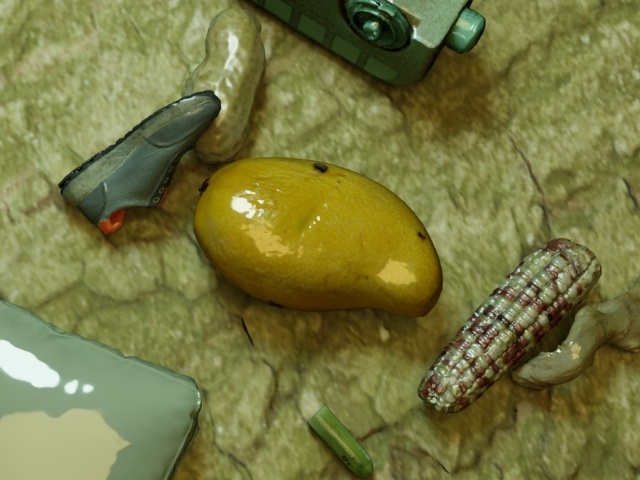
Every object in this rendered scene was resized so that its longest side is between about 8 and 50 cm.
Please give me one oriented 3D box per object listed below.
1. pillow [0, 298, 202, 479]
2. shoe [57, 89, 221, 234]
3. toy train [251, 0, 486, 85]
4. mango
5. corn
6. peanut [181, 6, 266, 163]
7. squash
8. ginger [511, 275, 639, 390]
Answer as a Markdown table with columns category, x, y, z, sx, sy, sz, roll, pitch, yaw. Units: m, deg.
| category | x | y | z | sx | sy | sz | roll | pitch | yaw |
| --- | --- | --- | --- | --- | --- | --- | --- | --- | --- |
| pillow | -0.273 | 0.237 | 1.051 | 0.255 | 0.120 | 0.322 | 22 | 79 | -3 |
| shoe | -0.168 | -0.077 | 1.132 | 0.194 | 0.074 | 0.077 | -32 | 97 | 17 |
| toy train | 0.018 | -0.281 | 1.184 | 0.326 | 0.159 | 0.129 | 31 | 73 | 2 |
| mango | -0.002 | 0.001 | 1.151 | 0.262 | 0.109 | 0.157 | 21 | 67 | -10 |
| corn | 0.194 | 0.090 | 1.183 | 0.079 | 0.079 | 0.237 | 45 | 79 | 1 |
| peanut | -0.101 | -0.164 | 1.183 | 0.080 | 0.080 | 0.174 | 13 | 74 | -7 |
| squash | 0.023 | 0.207 | 1.153 | 0.027 | 0.027 | 0.083 | -42 | 87 | -14 |
| ginger | 0.331 | 0.087 | 1.210 | 0.288 | 0.075 | 0.089 | -29 | 90 | -17 |
